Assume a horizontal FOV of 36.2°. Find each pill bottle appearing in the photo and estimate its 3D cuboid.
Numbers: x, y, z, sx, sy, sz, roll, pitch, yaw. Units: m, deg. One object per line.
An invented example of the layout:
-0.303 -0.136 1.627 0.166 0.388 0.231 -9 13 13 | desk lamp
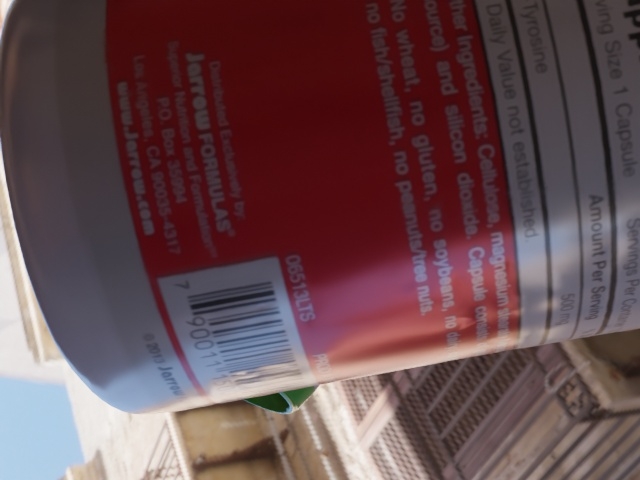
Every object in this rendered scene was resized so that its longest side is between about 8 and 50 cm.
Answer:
0.077 -0.058 0.483 0.407 0.229 0.229 -11 -135 3 | pill bottle

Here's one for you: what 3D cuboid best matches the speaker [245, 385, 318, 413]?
0.000 0.000 0.874 0.131 0.131 0.297 29 -112 3 | speaker
